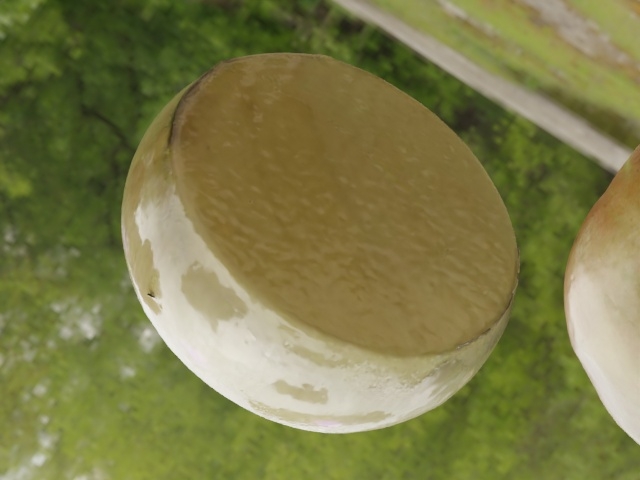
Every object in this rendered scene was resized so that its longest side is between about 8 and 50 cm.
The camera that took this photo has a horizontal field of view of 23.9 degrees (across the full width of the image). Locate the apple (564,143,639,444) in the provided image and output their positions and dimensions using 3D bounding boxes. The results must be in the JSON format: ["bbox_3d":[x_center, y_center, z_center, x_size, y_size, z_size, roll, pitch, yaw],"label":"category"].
[{"bbox_3d":[0.390,0.047,1.302,0.305,0.338,0.338,42,-174,40],"label":"apple"}]

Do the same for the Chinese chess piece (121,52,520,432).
[{"bbox_3d":[0.000,0.000,0.930,0.251,0.097,0.251,18,-136,-18],"label":"Chinese chess piece"}]
